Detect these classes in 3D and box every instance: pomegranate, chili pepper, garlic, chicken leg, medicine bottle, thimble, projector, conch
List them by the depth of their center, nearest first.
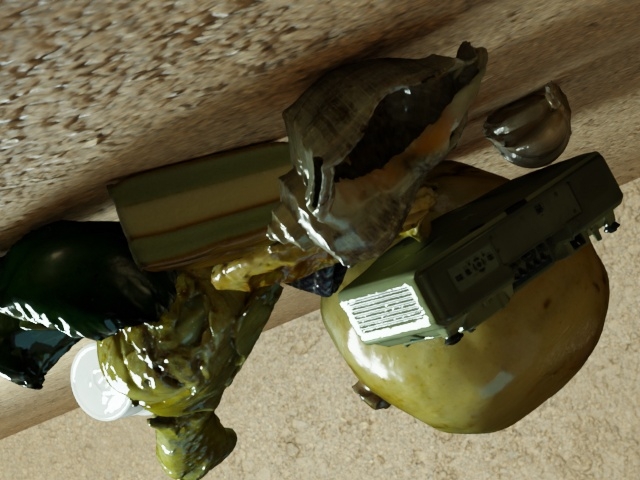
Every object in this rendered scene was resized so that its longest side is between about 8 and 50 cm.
[{"bbox_3d":[0.042,-0.066,1.178,0.207,0.130,0.155,-36,-174,6],"label":"conch"},{"bbox_3d":[-0.217,0.039,1.372,0.148,0.116,0.264,29,153,-29],"label":"chili pepper"},{"bbox_3d":[0.152,0.016,1.619,0.269,0.088,0.193,-32,-173,-31],"label":"projector"},{"bbox_3d":[0.216,-0.110,1.671,0.094,0.074,0.113,-33,-174,17],"label":"garlic"},{"bbox_3d":[-0.001,0.002,1.743,0.066,0.104,0.095,15,159,14],"label":"thimble"},{"bbox_3d":[-0.146,0.152,1.867,0.201,0.153,0.429,-21,147,-17],"label":"chicken leg"},{"bbox_3d":[0.160,0.072,1.875,0.332,0.333,0.332,-21,174,-2],"label":"pomegranate"},{"bbox_3d":[-0.250,0.187,2.439,0.139,0.139,0.237,-24,173,29],"label":"medicine bottle"}]

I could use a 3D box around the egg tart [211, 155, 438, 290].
[{"bbox_3d":[0.001,-0.022,1.561,0.241,0.106,0.241,-19,176,-1],"label":"egg tart"}]

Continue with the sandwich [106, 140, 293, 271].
[{"bbox_3d":[-0.080,-0.032,1.317,0.113,0.079,0.163,-25,172,18],"label":"sandwich"}]
